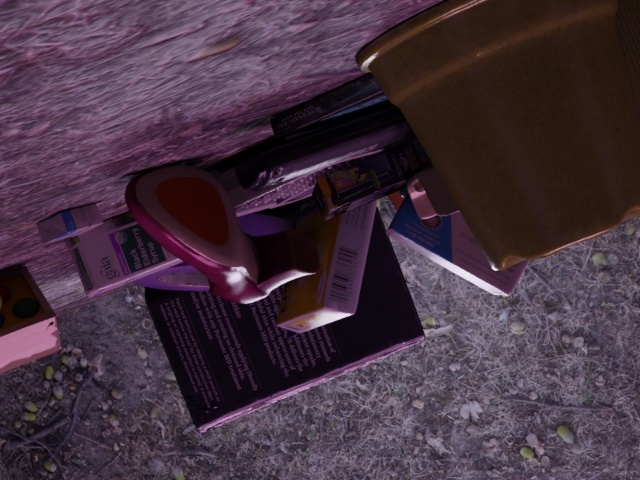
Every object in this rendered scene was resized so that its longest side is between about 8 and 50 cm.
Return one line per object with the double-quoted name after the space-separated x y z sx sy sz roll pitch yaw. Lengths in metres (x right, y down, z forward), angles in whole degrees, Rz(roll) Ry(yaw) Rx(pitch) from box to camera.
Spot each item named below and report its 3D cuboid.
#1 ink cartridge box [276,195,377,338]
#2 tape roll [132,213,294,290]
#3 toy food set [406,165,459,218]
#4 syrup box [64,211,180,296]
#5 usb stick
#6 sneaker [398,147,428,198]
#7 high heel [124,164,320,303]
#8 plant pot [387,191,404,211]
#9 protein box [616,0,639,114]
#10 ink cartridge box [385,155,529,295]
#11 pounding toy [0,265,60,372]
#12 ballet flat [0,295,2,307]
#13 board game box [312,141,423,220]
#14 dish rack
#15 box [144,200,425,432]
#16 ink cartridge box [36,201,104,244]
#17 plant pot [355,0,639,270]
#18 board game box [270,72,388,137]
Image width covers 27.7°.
0.000 0.000 2.221 0.072 0.304 0.307 17 162 -21 "ink cartridge box"
-0.179 0.022 2.164 0.274 0.090 0.275 -2 169 0 "tape roll"
0.231 -0.083 1.656 0.219 0.092 0.306 -25 179 0 "toy food set"
-0.251 -0.002 1.942 0.236 0.093 0.096 -21 179 -24 "syrup box"
0.028 -0.120 1.547 0.278 0.045 0.077 -21 179 -29 "usb stick"
0.249 -0.095 2.075 0.295 0.178 0.124 6 175 16 "sneaker"
-0.168 0.012 1.666 0.181 0.127 0.377 -17 154 28 "high heel"
0.231 -0.126 2.324 0.290 0.204 0.291 -22 180 0 "plant pot"
0.422 -0.210 1.681 0.201 0.200 0.136 -23 168 13 "protein box"
0.248 -0.083 1.909 0.270 0.198 0.197 -61 178 -1 "ink cartridge box"
-0.541 0.120 2.035 0.206 0.181 0.094 -21 139 -24 "pounding toy"
-0.554 0.103 1.889 0.231 0.077 0.077 -18 163 -43 "ballet flat"
0.063 -0.080 1.811 0.141 0.048 0.170 -23 177 -5 "board game box"
-0.019 -0.110 1.835 0.285 0.072 0.333 -22 179 33 "dish rack"
-0.091 0.107 2.635 0.471 0.297 0.480 -20 -167 -4 "box"
-0.307 -0.022 1.623 0.048 0.028 0.083 -22 179 34 "ink cartridge box"
0.209 -0.116 1.294 0.276 0.254 0.276 -22 179 0 "plant pot"
0.045 -0.167 1.514 0.186 0.026 0.126 -22 179 22 "board game box"
